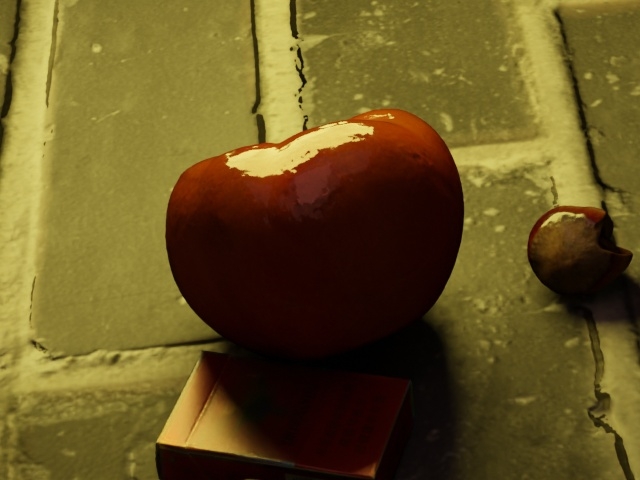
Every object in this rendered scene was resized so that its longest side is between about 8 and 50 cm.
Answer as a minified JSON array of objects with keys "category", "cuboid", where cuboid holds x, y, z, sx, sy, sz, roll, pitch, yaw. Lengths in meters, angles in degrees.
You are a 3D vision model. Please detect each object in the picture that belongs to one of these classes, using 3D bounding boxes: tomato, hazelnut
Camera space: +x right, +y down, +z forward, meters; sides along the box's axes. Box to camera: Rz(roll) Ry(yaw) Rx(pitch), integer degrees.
[{"category":"tomato","cuboid":[0.004,-0.001,1.524,0.260,0.180,0.260,-20,1,0]},{"category":"hazelnut","cuboid":[0.214,0.006,1.594,0.086,0.086,0.086,-4,39,3]}]

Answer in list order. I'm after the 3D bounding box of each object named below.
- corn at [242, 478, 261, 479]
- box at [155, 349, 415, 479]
[{"category":"corn","cuboid":[-0.075,0.232,1.236,0.130,0.130,0.347,3,10,13]},{"category":"box","cuboid":[-0.026,0.147,1.473,0.175,0.048,0.112,8,42,17]}]
